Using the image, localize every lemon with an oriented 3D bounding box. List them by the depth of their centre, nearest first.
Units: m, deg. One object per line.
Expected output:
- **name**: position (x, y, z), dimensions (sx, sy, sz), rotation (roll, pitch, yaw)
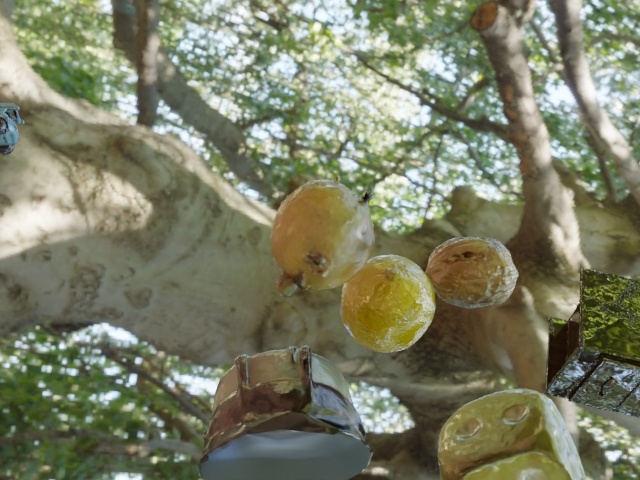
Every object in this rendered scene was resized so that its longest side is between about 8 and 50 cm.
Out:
- **lemon**: position (0.124, 0.113, 1.482), dimensions (0.203, 0.178, 0.178), rotation (95, -15, -52)

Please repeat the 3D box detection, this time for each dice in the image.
- **dice**: position (0.376, 0.446, 1.554), dimensions (0.233, 0.238, 0.227), rotation (-22, -164, 20)

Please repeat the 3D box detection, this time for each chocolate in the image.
- **chocolate**: position (-0.063, 0.284, 1.309), dimensions (0.283, 0.284, 0.186), rotation (-43, -139, 40)

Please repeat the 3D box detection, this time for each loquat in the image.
- **loquat**: position (0.000, 0.000, 1.214), dimensions (0.149, 0.172, 0.204), rotation (32, -97, 21)

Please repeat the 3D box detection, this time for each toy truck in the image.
- **toy truck**: position (-0.528, -0.174, 1.219), dimensions (0.063, 0.136, 0.074), rotation (97, -9, -53)

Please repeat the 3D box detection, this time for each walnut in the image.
- **walnut**: position (0.302, 0.066, 1.630), dimensions (0.155, 0.184, 0.155), rotation (-179, -90, -88)

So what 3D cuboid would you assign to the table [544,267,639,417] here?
- **table**: position (0.487, 0.177, 1.300), dimensions (0.169, 0.193, 0.172), rotation (101, 4, -53)
